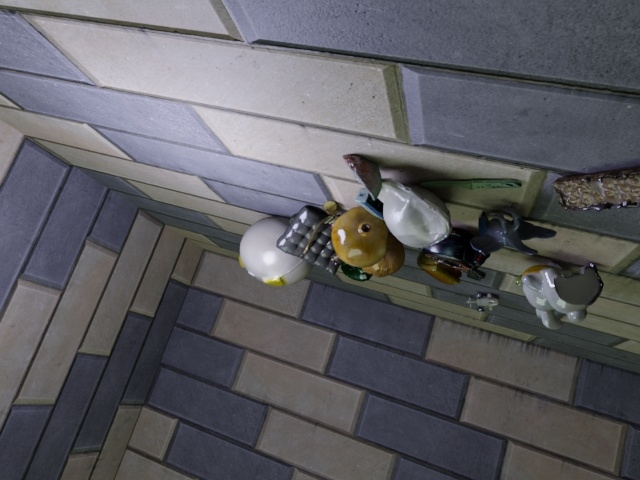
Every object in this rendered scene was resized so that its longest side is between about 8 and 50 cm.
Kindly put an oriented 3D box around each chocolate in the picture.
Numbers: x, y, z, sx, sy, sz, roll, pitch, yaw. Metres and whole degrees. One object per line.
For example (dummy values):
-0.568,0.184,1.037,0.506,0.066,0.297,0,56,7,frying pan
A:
0.655,-0.119,1.086,0.102,0.065,0.329,45,157,-21,chocolate

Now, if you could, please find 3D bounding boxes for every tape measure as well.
0.472,0.026,1.802,0.223,0.135,0.202,19,178,11,tape measure

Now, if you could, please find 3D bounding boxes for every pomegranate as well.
0.146,-0.014,1.898,0.233,0.233,0.233,18,167,4,pomegranate

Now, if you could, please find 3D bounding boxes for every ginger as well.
0.041,-0.124,1.977,0.057,0.044,0.137,-19,169,6,ginger

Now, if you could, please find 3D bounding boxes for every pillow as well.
0.000,0.000,2.190,0.326,0.228,0.101,29,-161,-27,pillow

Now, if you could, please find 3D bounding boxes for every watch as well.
0.042,0.005,1.998,0.165,0.268,0.102,41,134,-10,watch

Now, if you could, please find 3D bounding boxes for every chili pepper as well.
0.219,0.099,2.402,0.261,0.174,0.165,13,141,26,chili pepper

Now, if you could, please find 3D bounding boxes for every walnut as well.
0.252,0.061,2.141,0.195,0.195,0.221,18,174,3,walnut

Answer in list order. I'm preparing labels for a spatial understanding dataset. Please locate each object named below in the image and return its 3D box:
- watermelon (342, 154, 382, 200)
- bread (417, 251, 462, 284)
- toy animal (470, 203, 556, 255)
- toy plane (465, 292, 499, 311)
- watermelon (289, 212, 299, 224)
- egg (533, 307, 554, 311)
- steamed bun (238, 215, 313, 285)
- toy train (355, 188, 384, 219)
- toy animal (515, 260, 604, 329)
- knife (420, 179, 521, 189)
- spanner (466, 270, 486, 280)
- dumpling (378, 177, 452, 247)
0.125,-0.188,1.477,0.094,0.081,0.180,4,-141,-50,watermelon
0.506,0.114,2.170,0.172,0.103,0.132,28,174,-32,bread
0.537,-0.020,1.484,0.239,0.255,0.176,-19,139,-5,toy animal
0.830,0.316,2.639,0.108,0.092,0.286,-4,173,-20,toy plane
-0.086,-0.082,2.257,0.111,0.078,0.078,16,167,16,watermelon
0.981,0.278,2.237,0.110,0.085,0.085,2,165,8,egg
-0.200,0.050,2.387,0.334,0.334,0.374,31,178,-43,steamed bun
0.207,-0.108,1.785,0.051,0.052,0.234,11,166,41,toy train
0.827,0.181,1.791,0.247,0.183,0.310,51,168,10,toy animal
0.401,-0.152,1.396,0.293,0.020,0.043,4,159,45,knife
0.626,0.111,2.179,0.093,0.026,0.325,9,163,40,spanner
0.266,-0.093,1.549,0.260,0.181,0.341,41,-160,-3,dumpling
